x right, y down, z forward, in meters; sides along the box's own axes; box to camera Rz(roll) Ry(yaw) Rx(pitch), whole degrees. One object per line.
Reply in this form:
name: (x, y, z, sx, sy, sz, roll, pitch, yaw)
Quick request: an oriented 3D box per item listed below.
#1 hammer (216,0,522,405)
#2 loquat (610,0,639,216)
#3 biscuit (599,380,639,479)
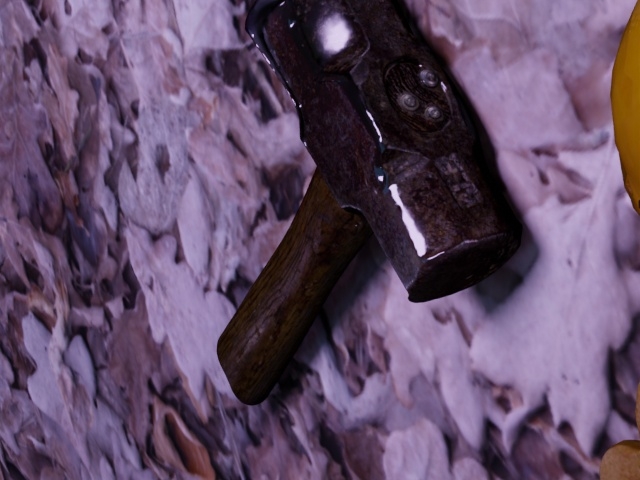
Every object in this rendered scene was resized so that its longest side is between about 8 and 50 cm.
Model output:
hammer: (0.000, 0.000, 1.285, 0.242, 0.095, 0.409, 59, 149, 20)
loquat: (0.250, -0.059, 0.764, 0.235, 0.235, 0.235, 27, 125, 47)
biscuit: (0.240, 0.147, 1.032, 0.166, 0.036, 0.225, 28, 123, 46)
